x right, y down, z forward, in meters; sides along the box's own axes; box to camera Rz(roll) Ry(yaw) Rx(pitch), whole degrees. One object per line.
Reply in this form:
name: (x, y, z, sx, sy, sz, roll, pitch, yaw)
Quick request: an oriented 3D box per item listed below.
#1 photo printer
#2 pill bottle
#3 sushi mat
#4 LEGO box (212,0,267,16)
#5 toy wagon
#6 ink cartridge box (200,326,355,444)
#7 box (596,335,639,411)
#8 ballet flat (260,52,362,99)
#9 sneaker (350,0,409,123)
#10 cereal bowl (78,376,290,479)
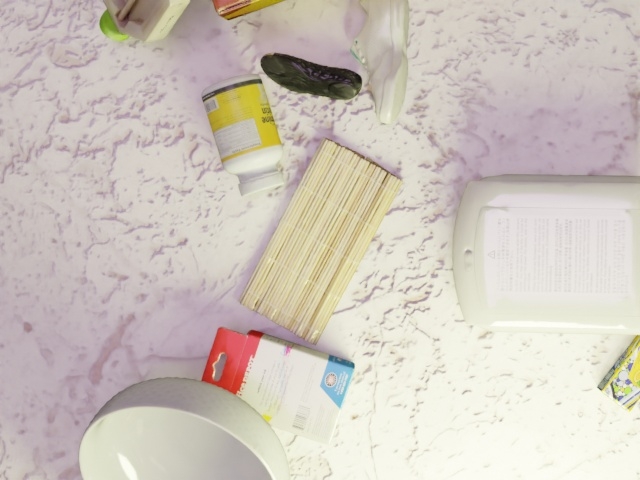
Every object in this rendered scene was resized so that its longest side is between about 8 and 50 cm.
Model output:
photo printer: (0.365, 0.022, 1.858, 0.307, 0.107, 0.256, 0, 91, 3)
pill bottle: (-0.120, -0.169, 1.879, 0.103, 0.103, 0.184, -17, 91, 3)
sushi mat: (0.000, 0.000, 1.920, 0.151, 0.019, 0.316, 28, 93, 3)
LEGO box: (0.013, -0.602, 1.801, 0.500, 0.193, 0.372, -19, 97, 3)
toy wagon: (-0.313, -0.488, 1.817, 0.068, 0.267, 0.344, -20, 78, -36)
ink cartridge box: (-0.072, 0.231, 1.898, 0.231, 0.078, 0.134, 19, 93, 2)
box: (0.524, 0.192, 1.881, 0.059, 0.054, 0.169, 37, 93, 2)
ballet flat: (-0.016, -0.270, 1.909, 0.173, 0.049, 0.057, 18, 127, 5)
sneaker: (0.092, -0.294, 1.889, 0.094, 0.080, 0.212, 3, 85, 14)
cereal bowl: (-0.200, 0.344, 1.842, 0.339, 0.141, 0.339, 9, 125, 14)
